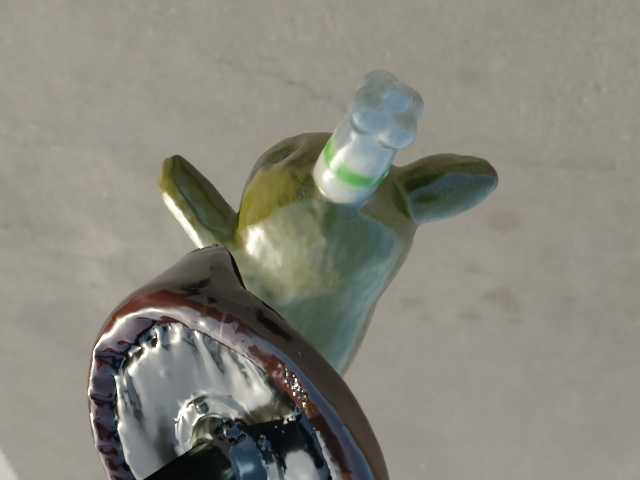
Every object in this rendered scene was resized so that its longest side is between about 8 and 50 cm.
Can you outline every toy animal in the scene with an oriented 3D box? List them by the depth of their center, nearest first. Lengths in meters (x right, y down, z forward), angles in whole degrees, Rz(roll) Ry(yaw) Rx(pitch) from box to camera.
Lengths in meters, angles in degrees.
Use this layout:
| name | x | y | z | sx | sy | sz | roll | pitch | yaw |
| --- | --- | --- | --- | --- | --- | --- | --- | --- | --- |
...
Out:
| name | x | y | z | sx | sy | sz | roll | pitch | yaw |
| --- | --- | --- | --- | --- | --- | --- | --- | --- | --- |
| toy animal | -0.012 | -0.007 | 1.268 | 0.181 | 0.180 | 0.363 | 3 | 129 | -41 |

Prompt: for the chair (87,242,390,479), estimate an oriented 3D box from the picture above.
| name | x | y | z | sx | sy | sz | roll | pitch | yaw |
| --- | --- | --- | --- | --- | --- | --- | --- | --- | --- |
| chair | -0.125 | 0.160 | 0.839 | 0.227 | 0.401 | 0.226 | 20 | 124 | 33 |
